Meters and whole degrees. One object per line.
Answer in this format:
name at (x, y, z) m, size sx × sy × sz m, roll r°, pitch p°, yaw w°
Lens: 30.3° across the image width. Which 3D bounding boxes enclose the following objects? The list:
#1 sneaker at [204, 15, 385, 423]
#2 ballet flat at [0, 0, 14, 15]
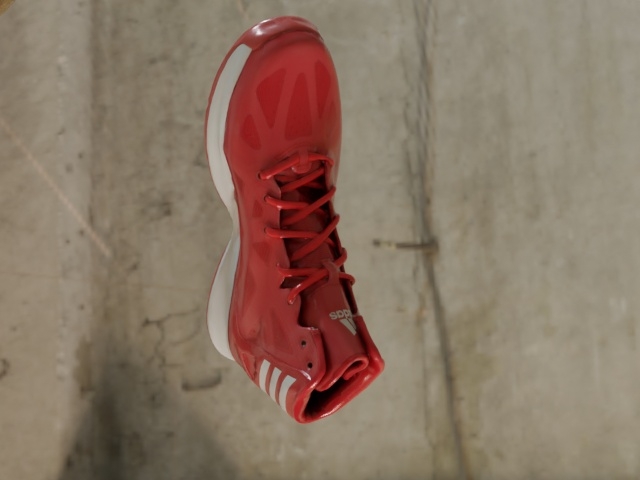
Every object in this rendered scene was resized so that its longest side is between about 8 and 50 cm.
sneaker at (0.000, 0.000, 0.635) m, size 0.087 × 0.128 × 0.221 m, roll -17°, pitch -53°, yaw -27°
ballet flat at (-0.347, -0.139, 0.889) m, size 0.116 × 0.342 × 0.124 m, roll 47°, pitch -177°, yaw -2°
